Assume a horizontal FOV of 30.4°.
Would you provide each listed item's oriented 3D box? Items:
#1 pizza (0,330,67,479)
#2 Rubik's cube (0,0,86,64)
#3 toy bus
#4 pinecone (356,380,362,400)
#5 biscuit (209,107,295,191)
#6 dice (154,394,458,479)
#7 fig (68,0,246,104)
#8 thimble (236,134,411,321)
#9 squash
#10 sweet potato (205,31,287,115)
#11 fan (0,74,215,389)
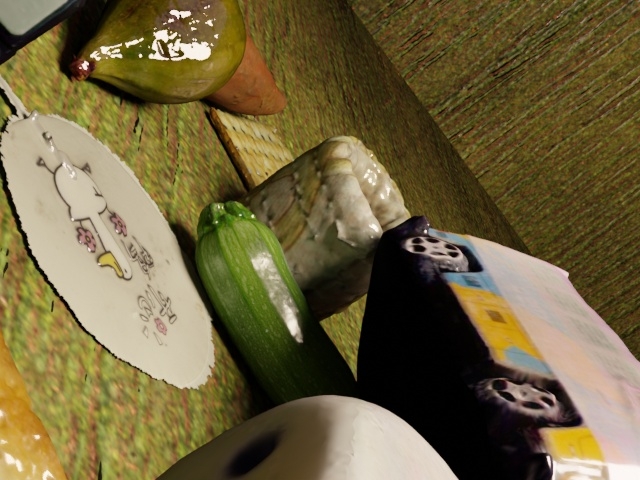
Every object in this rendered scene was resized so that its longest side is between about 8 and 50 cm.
[{"bbox_3d":[-0.227,0.032,0.418,0.258,0.087,0.268,16,42,-61],"label":"pizza"},{"bbox_3d":[-0.235,-0.180,0.664,0.163,0.162,0.161,47,18,-30],"label":"Rubik's cube"},{"bbox_3d":[0.142,0.125,0.820,0.162,0.171,0.386,6,21,-10],"label":"toy bus"},{"bbox_3d":[0.042,0.157,1.025,0.083,0.077,0.077,1,57,-59],"label":"pinecone"},{"bbox_3d":[-0.052,-0.079,1.299,0.144,0.016,0.203,61,16,11],"label":"biscuit"},{"bbox_3d":[-0.007,0.204,0.555,0.193,0.191,0.194,52,15,-15],"label":"dice"},{"bbox_3d":[-0.159,-0.180,1.042,0.126,0.184,0.133,15,-60,56],"label":"fig"},{"bbox_3d":[0.000,0.000,1.064,0.137,0.143,0.190,52,16,-22],"label":"thimble"},{"bbox_3d":[-0.038,0.066,0.955,0.077,0.068,0.219,-25,84,-30],"label":"squash"},{"bbox_3d":[-0.145,-0.240,1.185,0.354,0.095,0.106,48,22,-25],"label":"sweet potato"},{"bbox_3d":[-0.194,-0.068,0.845,0.415,0.012,0.233,56,14,-8],"label":"fan"}]
